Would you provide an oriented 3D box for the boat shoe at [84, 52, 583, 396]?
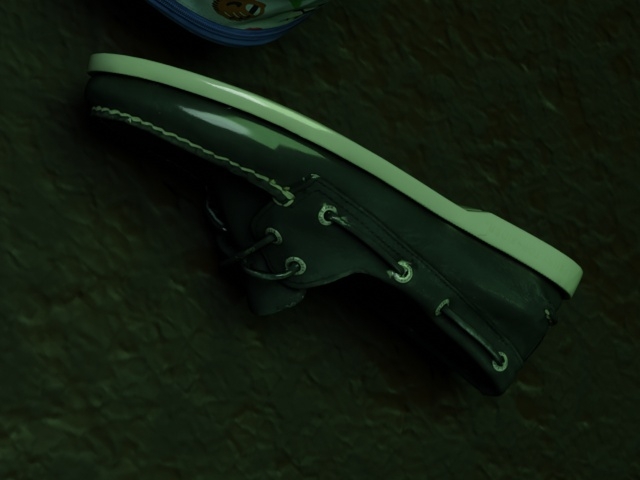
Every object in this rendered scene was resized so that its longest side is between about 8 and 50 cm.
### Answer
[{"bbox_3d":[-0.001,0.000,1.040,0.340,0.127,0.113,26,84,-28],"label":"boat shoe"}]

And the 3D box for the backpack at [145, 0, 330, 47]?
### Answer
[{"bbox_3d":[-0.047,-0.254,1.037,0.276,0.213,0.263,38,48,-11],"label":"backpack"}]
